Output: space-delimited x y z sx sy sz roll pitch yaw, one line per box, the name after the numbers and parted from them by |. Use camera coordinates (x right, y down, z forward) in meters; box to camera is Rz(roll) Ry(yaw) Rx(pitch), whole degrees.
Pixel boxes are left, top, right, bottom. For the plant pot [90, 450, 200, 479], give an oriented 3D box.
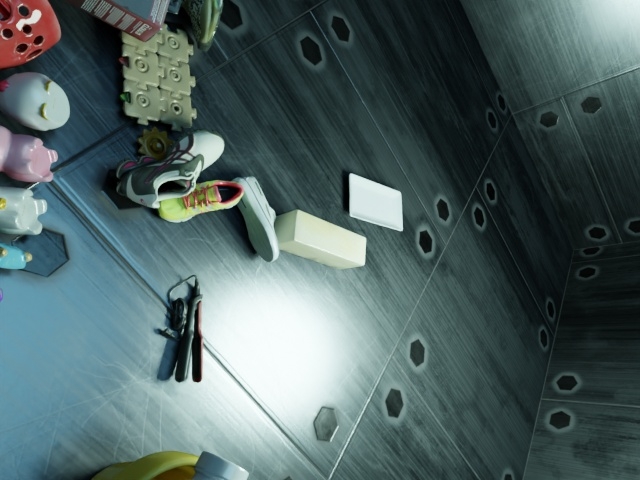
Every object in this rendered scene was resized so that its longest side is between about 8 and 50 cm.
-0.299 0.484 0.768 0.254 0.239 0.254 13 71 -42 | plant pot

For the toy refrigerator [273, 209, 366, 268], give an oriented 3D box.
0.000 0.000 1.269 0.269 0.102 0.094 21 66 -39 | toy refrigerator

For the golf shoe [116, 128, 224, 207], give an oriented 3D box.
-0.297 -0.149 0.985 0.120 0.105 0.273 34 50 21 | golf shoe

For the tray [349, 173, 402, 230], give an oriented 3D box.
0.181 -0.121 1.523 0.270 0.030 0.145 13 73 -42 | tray

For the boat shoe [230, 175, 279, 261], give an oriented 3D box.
-0.147 -0.061 1.151 0.075 0.083 0.226 -29 100 -43 | boat shoe

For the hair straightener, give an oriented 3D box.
-0.292 0.186 0.978 0.089 0.047 0.231 14 71 -42 | hair straightener

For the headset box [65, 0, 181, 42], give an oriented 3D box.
-0.410 -0.558 0.896 0.293 0.110 0.218 19 83 -39 | headset box

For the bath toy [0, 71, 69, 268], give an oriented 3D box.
-0.540 -0.130 0.765 0.128 0.151 0.349 6 73 2 | bath toy

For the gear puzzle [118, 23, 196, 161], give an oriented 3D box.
-0.370 -0.331 1.032 0.175 0.044 0.339 1 83 -46 | gear puzzle

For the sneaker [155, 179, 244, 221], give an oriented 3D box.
-0.266 -0.099 1.027 0.208 0.094 0.082 -21 96 -33 | sneaker

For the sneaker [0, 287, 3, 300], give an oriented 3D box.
-0.613 0.153 0.647 0.293 0.102 0.146 -19 98 -40 | sneaker

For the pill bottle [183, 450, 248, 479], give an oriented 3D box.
-0.179 0.411 0.657 0.108 0.108 0.180 45 53 -28 | pill bottle

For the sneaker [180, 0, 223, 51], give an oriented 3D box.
-0.352 -0.642 1.075 0.182 0.158 0.411 -14 87 -26 | sneaker

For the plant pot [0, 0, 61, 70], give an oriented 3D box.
-0.566 -0.368 0.742 0.191 0.191 0.174 50 64 -24 | plant pot
